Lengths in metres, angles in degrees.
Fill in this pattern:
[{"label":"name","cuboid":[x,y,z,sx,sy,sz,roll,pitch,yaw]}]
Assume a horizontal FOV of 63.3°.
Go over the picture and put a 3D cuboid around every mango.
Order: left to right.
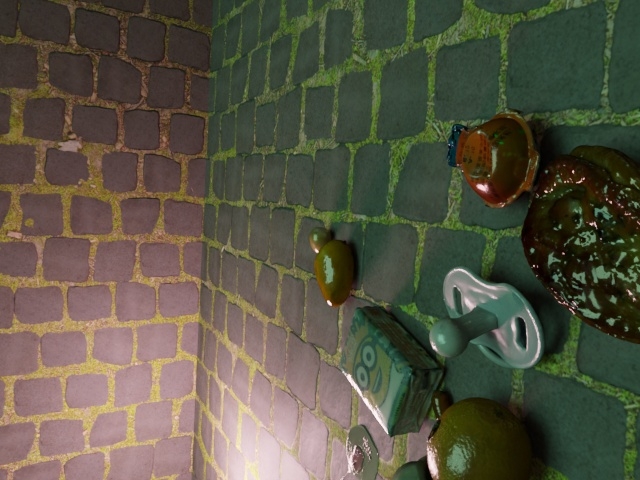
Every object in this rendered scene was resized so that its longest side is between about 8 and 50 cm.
[{"label":"mango","cuboid":[0.046,0.110,1.743,0.147,0.109,0.227,4,93,36]}]

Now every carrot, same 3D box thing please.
[{"label":"carrot","cuboid":[0.322,0.488,1.319,0.048,0.048,0.216,-26,72,57]}]

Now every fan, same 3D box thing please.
[{"label":"fan","cuboid":[0.106,0.742,1.715,0.182,0.010,0.310,61,138,41]}]

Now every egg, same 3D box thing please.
[{"label":"egg","cuboid":[0.000,0.000,1.852,0.080,0.080,0.096,40,133,54]}]

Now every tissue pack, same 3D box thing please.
[{"label":"tissue pack","cuboid":[0.187,0.359,1.472,0.311,0.128,0.227,47,129,52]}]

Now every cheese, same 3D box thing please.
[{"label":"cheese","cuboid":[0.375,-0.189,1.161,0.329,0.129,0.216,-132,46,-65]}]

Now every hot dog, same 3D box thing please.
[{"label":"hot dog","cuboid":[0.500,-0.003,0.885,0.387,0.174,0.266,58,139,43]}]

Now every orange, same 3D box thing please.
[{"label":"orange","cuboid":[0.338,0.460,1.115,0.236,0.236,0.236,-3,87,60]}]

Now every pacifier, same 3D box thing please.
[{"label":"pacifier","cuboid":[0.333,0.191,1.130,0.287,0.226,0.238,35,138,57]}]

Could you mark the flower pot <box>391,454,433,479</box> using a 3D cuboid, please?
[{"label":"flower pot","cuboid":[0.265,0.635,1.213,0.195,0.246,0.246,-62,38,25]}]
